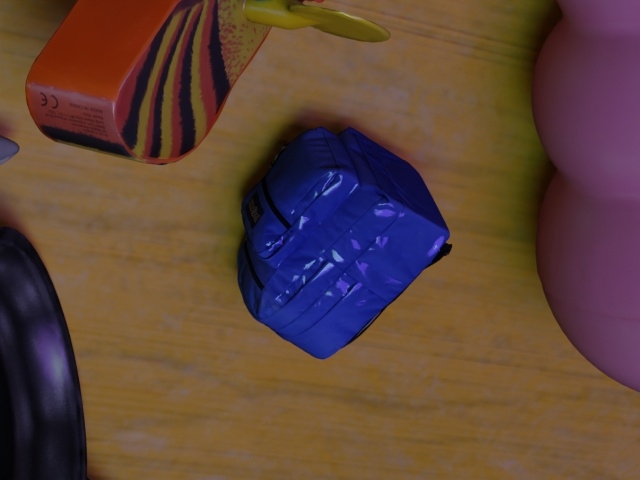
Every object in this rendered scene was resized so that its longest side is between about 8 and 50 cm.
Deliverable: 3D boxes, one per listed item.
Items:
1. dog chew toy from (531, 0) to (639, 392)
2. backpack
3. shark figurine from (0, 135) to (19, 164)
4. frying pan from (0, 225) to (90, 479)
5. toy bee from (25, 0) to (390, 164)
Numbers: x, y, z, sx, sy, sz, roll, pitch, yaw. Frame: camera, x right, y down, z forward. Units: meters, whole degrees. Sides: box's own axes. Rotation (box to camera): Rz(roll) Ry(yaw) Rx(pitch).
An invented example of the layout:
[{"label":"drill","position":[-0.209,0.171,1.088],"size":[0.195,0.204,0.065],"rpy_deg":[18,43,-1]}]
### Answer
[{"label":"dog chew toy","position":[0.220,-0.073,1.080],"size":[0.206,0.206,0.332],"rpy_deg":[-18,111,-16]},{"label":"backpack","position":[0.000,0.000,1.067],"size":[0.101,0.098,0.120],"rpy_deg":[31,110,-23]},{"label":"shark figurine","position":[-0.285,-0.070,0.882],"size":[0.166,0.278,0.116],"rpy_deg":[-15,80,13]},{"label":"frying pan","position":[-0.159,0.107,1.044],"size":[0.053,0.326,0.197],"rpy_deg":[-9,75,7]},{"label":"toy bee","position":[-0.037,-0.147,0.944],"size":[0.298,0.195,0.162],"rpy_deg":[-47,148,-11]}]
